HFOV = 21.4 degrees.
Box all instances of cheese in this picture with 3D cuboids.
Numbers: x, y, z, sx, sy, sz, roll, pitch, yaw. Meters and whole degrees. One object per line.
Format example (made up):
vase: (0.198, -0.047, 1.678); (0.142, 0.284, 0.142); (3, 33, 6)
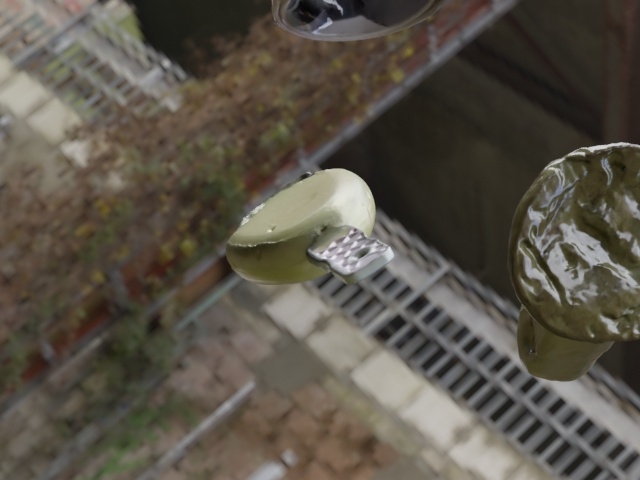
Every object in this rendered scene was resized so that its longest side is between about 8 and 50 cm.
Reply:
cheese: (0.000, 0.000, 1.296); (0.050, 0.127, 0.255); (61, -7, -14)
cheese: (0.386, -0.006, 2.417); (0.130, 0.351, 0.328); (13, -25, -7)

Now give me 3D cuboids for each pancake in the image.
pancake: (0.327, 0.007, 1.944); (0.242, 0.242, 0.050); (52, -9, -5)

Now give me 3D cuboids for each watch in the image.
watch: (0.013, -0.328, 1.868); (0.231, 0.244, 0.196); (63, 18, -73)
